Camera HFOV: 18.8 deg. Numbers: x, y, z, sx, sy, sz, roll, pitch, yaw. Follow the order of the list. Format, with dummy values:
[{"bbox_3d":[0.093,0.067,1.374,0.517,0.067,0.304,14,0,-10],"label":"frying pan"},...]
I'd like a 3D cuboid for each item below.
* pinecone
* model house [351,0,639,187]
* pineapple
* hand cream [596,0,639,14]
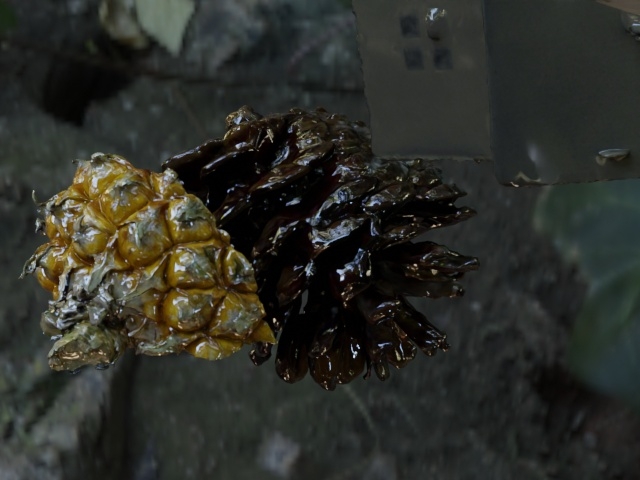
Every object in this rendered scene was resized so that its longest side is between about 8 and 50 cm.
[{"bbox_3d":[0.000,0.007,1.768,0.296,0.298,0.242,36,108,23],"label":"pinecone"},{"bbox_3d":[0.168,-0.143,1.000,0.243,0.211,0.204,3,14,39],"label":"model house"},{"bbox_3d":[-0.179,0.016,1.592,0.164,0.140,0.250,-26,41,-33],"label":"pineapple"},{"bbox_3d":[0.142,-0.087,0.535,0.121,0.336,0.076,-24,71,36],"label":"hand cream"}]
